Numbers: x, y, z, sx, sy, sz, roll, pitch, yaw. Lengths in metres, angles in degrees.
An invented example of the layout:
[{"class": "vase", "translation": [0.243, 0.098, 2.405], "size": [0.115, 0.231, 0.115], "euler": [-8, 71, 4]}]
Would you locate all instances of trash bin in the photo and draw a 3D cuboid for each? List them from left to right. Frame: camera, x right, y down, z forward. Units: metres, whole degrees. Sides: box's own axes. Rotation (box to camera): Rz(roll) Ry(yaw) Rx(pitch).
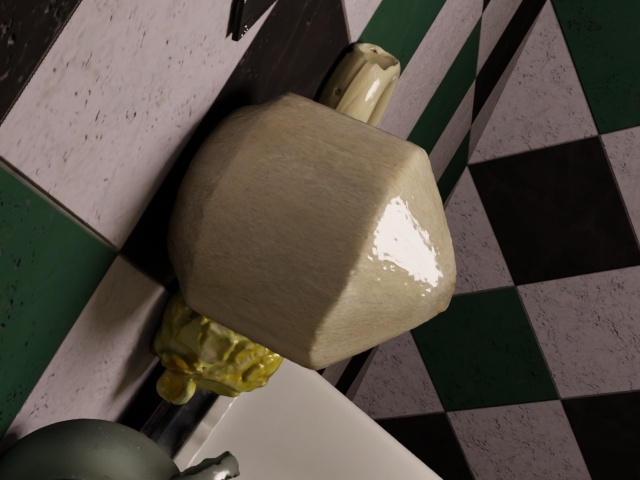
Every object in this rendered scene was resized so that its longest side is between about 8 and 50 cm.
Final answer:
[{"class": "trash bin", "translation": [-0.043, 0.306, 1.540], "size": [0.296, 0.367, 0.256], "euler": [-54, 180, -30]}]

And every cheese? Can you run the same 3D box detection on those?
[{"class": "cheese", "translation": [0.022, -0.125, 1.571], "size": [0.227, 0.064, 0.137], "euler": [-64, 168, 28]}]

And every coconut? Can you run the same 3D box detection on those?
[{"class": "coconut", "translation": [0.000, 0.000, 1.231], "size": [0.237, 0.265, 0.237], "euler": [21, 90, -80]}]

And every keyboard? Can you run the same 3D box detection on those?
[{"class": "keyboard", "translation": [-0.032, -0.231, 1.136], "size": [0.155, 0.010, 0.053], "euler": [-52, 167, -36]}]

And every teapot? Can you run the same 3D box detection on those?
[{"class": "teapot", "translation": [-0.204, 0.249, 1.127], "size": [0.294, 0.193, 0.129], "euler": [-25, 175, 2]}]

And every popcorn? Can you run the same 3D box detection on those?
[{"class": "popcorn", "translation": [-0.104, 0.103, 1.398], "size": [0.162, 0.135, 0.141], "euler": [-55, 177, -40]}]
